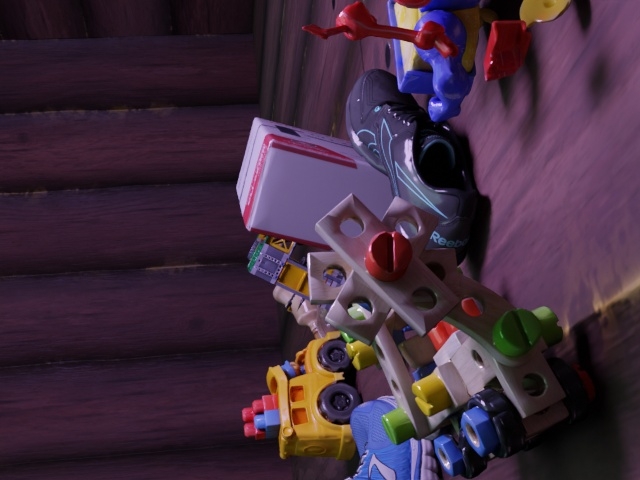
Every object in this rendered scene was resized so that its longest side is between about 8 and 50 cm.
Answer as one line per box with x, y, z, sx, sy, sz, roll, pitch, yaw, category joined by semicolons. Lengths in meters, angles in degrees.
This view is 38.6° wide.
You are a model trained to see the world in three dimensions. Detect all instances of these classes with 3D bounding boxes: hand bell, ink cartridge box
-0.001;0.192;1.848;0.126;0.126;0.242;99;154;-58;hand bell
0.003;-0.070;1.174;0.273;0.197;0.114;-124;49;-75;ink cartridge box

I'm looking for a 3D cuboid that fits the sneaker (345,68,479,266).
0.103;-0.096;0.945;0.106;0.101;0.267;110;149;-48;sneaker

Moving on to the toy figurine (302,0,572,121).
0.068;-0.226;0.773;0.217;0.191;0.363;90;175;-59;toy figurine

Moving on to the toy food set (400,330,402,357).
0.102;0.140;1.276;0.122;0.019;0.078;-92;1;-69;toy food set

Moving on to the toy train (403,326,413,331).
0.116;0.063;1.102;0.158;0.027;0.036;97;157;-51;toy train

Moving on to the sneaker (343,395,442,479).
0.069;0.299;1.102;0.330;0.147;0.130;-109;17;-66;sneaker

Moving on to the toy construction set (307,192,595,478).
0.093;0.073;0.714;0.215;0.151;0.328;63;180;18;toy construction set

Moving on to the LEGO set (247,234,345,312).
0.000;0.000;1.599;0.255;0.192;0.331;-65;7;-9;LEGO set

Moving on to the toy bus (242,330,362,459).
-0.039;0.289;1.675;0.149;0.211;0.220;95;170;-55;toy bus

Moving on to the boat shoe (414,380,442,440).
0.125;0.178;1.027;0.043;0.049;0.137;-47;-25;-32;boat shoe

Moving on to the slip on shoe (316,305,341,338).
0.018;0.138;1.792;0.041;0.051;0.135;93;178;-54;slip on shoe
